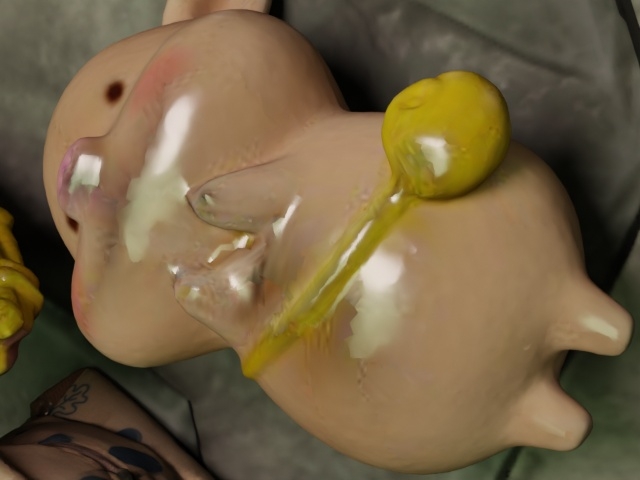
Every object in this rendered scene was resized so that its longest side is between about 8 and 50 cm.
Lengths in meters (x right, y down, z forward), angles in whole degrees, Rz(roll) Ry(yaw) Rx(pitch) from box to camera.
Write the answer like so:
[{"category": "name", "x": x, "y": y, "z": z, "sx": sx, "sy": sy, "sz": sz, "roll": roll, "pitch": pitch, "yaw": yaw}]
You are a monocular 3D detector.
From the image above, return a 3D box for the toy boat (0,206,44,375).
[{"category": "toy boat", "x": -0.230, "y": -0.013, "z": 0.784, "sx": 0.318, "sy": 0.141, "sz": 0.099, "roll": 33, "pitch": 156, "yaw": 29}]

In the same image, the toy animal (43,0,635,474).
[{"category": "toy animal", "x": 0.002, "y": -0.003, "z": 0.686, "sx": 0.248, "sy": 0.149, "sz": 0.165, "roll": 32, "pitch": 100, "yaw": 27}]

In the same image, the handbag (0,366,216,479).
[{"category": "handbag", "x": -0.142, "y": 0.188, "z": 0.793, "sx": 0.193, "sy": 0.190, "sz": 0.251, "roll": 47, "pitch": 112, "yaw": 19}]
